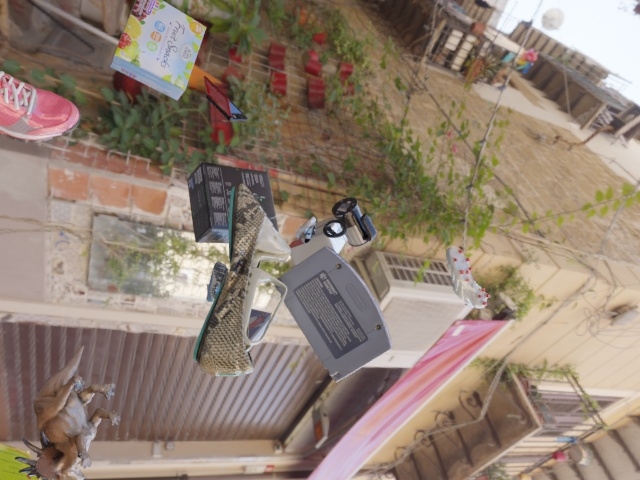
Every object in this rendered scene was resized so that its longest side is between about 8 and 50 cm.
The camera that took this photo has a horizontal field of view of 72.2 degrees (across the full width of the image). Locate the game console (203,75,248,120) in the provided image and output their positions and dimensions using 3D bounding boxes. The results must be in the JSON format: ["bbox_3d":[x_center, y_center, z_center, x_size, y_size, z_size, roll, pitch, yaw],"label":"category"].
[{"bbox_3d":[-0.313,-0.472,1.462,0.144,0.124,0.085,47,-54,21],"label":"game console"}]

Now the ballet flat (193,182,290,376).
[{"bbox_3d":[-0.167,0.089,1.075,0.164,0.182,0.482,94,4,-67],"label":"ballet flat"}]

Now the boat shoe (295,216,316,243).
[{"bbox_3d":[-0.031,-0.025,1.138,0.049,0.040,0.142,-41,179,-17],"label":"boat shoe"}]

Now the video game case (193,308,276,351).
[{"bbox_3d":[-0.256,0.281,1.309,0.183,0.023,0.201,3,-140,42],"label":"video game case"}]

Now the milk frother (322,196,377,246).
[{"bbox_3d":[0.082,-0.031,1.327,0.143,0.134,0.129,-34,-147,-6],"label":"milk frother"}]

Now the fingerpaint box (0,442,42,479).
[{"bbox_3d":[-0.791,0.568,0.904,0.371,0.444,0.163,28,-112,37],"label":"fingerpaint box"}]

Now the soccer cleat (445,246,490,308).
[{"bbox_3d":[0.366,0.102,1.141,0.076,0.196,0.068,-15,-154,50],"label":"soccer cleat"}]

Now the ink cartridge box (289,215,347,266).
[{"bbox_3d":[0.000,0.000,1.922,0.197,0.114,0.273,-20,-166,23],"label":"ink cartridge box"}]

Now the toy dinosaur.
[{"bbox_3d":[-0.560,0.390,0.946,0.127,0.200,0.295,18,57,-75],"label":"toy dinosaur"}]

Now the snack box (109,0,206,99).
[{"bbox_3d":[-0.404,-0.490,1.105,0.070,0.175,0.207,-13,-120,54],"label":"snack box"}]

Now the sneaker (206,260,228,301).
[{"bbox_3d":[-0.377,0.146,1.553,0.073,0.063,0.162,-28,-138,35],"label":"sneaker"}]

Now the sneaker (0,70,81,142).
[{"bbox_3d":[-0.644,-0.287,0.855,0.136,0.314,0.115,-30,-123,53],"label":"sneaker"}]

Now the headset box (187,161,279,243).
[{"bbox_3d":[-0.297,-0.122,1.541,0.131,0.283,0.246,-31,-114,47],"label":"headset box"}]

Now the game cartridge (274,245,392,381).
[{"bbox_3d":[0.038,0.174,1.088,0.297,0.198,0.062,58,5,7],"label":"game cartridge"}]
